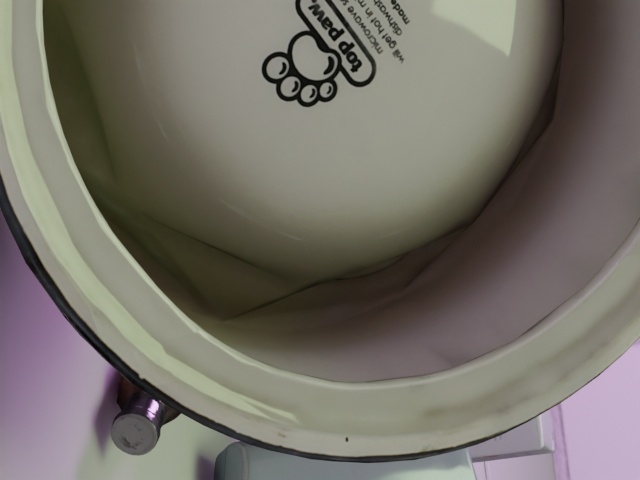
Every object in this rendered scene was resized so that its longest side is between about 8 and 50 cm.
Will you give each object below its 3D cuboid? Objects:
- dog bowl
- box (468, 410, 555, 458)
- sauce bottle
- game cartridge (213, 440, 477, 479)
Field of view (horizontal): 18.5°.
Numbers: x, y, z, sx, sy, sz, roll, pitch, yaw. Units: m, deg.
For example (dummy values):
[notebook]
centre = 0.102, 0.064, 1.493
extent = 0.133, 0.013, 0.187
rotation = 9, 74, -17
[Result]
[dog bowl]
centre = 0.010, -0.109, 0.948
extent = 0.150, 0.408, 0.408
rotation = 19, -57, 63
[box]
centre = 0.117, 0.155, 1.772
extent = 0.130, 0.170, 0.091
rotation = 35, 47, -76
[sauce bottle]
centre = -0.092, 0.080, 1.106
extent = 0.128, 0.042, 0.042
rotation = -68, 147, -65
[game cartridge]
centre = 0.037, 0.259, 1.242
extent = 0.060, 0.196, 0.294
rotation = -42, -120, 57
